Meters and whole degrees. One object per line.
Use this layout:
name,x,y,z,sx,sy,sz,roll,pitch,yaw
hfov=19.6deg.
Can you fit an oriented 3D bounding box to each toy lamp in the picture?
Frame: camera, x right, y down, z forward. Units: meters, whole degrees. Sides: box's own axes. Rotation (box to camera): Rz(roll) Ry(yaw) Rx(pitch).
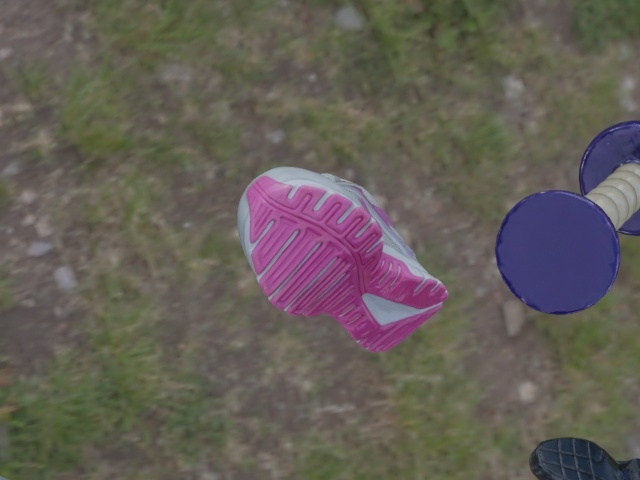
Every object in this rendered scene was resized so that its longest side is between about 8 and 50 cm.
toy lamp,0.179,-0.024,1.136,0.080,0.080,0.275,68,23,-4

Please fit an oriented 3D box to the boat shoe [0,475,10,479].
boat shoe,-0.170,0.174,0.985,0.083,0.226,0.075,-8,114,-49

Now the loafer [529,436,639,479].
loafer,0.258,0.232,1.761,0.170,0.061,0.062,22,50,-30

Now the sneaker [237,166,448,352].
sneaker,0.000,0.000,1.454,0.111,0.103,0.252,54,7,33
